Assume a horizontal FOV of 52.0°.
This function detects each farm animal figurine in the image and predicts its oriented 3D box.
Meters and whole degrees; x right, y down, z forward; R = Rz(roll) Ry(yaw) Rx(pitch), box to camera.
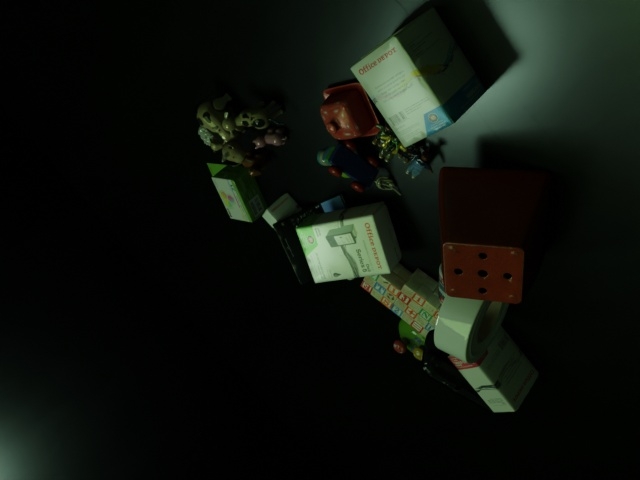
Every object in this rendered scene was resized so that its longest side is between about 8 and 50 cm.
[{"bbox_3d":[-0.278,-0.350,2.118,0.326,0.172,0.330,38,147,13],"label":"farm animal figurine"}]

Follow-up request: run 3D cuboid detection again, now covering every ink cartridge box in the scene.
[{"bbox_3d":[0.529,0.379,1.999,0.237,0.172,0.100,50,147,-7],"label":"ink cartridge box"},{"bbox_3d":[-0.339,-0.181,2.447,0.255,0.097,0.189,10,134,42],"label":"ink cartridge box"},{"bbox_3d":[-0.112,-0.074,2.293,0.150,0.109,0.063,48,153,-2],"label":"ink cartridge box"},{"bbox_3d":[0.089,0.008,2.043,0.272,0.115,0.199,-10,109,29],"label":"ink cartridge box"},{"bbox_3d":[0.226,-0.375,1.516,0.233,0.168,0.171,54,147,-12],"label":"ink cartridge box"}]

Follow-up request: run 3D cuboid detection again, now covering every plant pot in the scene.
[{"bbox_3d":[0.406,0.001,1.591,0.267,0.236,0.267,5,133,19],"label":"plant pot"}]

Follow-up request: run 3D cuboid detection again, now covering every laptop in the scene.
[{"bbox_3d":[0.000,0.000,2.171,0.136,0.264,0.234,-60,-55,-83],"label":"laptop"}]

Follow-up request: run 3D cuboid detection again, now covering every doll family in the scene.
[{"bbox_3d":[0.222,-0.243,1.751,0.192,0.076,0.111,27,149,-5],"label":"doll family"}]

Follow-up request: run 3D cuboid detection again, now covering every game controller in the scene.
[{"bbox_3d":[0.448,0.405,2.056,0.319,0.167,0.067,33,133,-20],"label":"game controller"}]

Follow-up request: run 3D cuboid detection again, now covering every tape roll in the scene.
[{"bbox_3d":[0.426,0.194,1.808,0.100,0.286,0.286,24,142,29],"label":"tape roll"}]

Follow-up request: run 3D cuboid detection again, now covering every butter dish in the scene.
[{"bbox_3d":[0.061,-0.333,1.799,0.160,0.118,0.160,2,127,48],"label":"butter dish"}]

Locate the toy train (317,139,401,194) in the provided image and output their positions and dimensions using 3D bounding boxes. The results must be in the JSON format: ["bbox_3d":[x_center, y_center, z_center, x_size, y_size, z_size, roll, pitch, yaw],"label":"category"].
[{"bbox_3d":[0.110,-0.197,1.931,0.248,0.105,0.143,31,176,-27],"label":"toy train"}]

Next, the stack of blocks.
[{"bbox_3d":[0.287,0.171,2.126,0.297,0.087,0.171,38,147,13],"label":"stack of blocks"}]

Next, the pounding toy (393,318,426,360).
[{"bbox_3d":[0.341,0.381,2.275,0.182,0.110,0.237,-11,117,53],"label":"pounding toy"}]

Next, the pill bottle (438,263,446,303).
[{"bbox_3d":[0.403,0.145,1.944,0.107,0.108,0.180,24,142,30],"label":"pill bottle"}]
